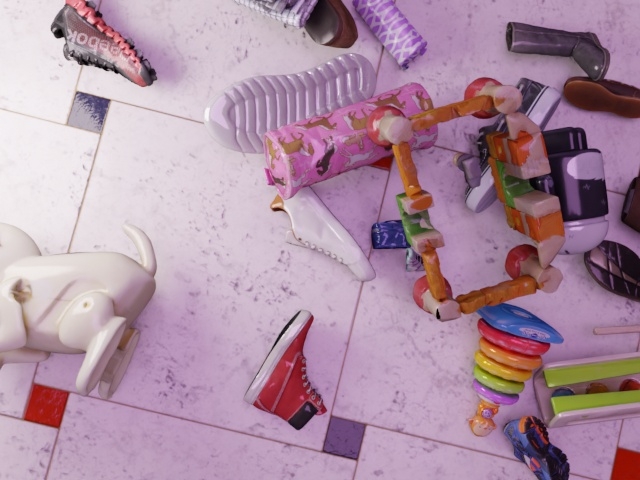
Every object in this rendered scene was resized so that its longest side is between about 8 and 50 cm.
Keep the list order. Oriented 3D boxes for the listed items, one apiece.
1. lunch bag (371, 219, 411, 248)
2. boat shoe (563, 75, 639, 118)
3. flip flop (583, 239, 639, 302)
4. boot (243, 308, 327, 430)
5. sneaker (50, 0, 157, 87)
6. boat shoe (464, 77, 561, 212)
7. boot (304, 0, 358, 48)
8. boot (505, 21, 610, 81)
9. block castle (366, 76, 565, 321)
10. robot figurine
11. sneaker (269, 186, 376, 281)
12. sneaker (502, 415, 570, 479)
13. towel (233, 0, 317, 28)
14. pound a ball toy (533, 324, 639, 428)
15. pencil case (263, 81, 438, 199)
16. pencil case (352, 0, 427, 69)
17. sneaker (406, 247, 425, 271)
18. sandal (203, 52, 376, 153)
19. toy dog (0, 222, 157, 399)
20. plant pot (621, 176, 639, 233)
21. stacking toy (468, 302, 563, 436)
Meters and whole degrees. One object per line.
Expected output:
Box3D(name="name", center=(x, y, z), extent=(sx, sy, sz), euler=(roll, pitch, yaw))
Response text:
Box3D(name="lunch bag", center=(0.165, -0.015, 1.669), extent=(0.098, 0.067, 0.065), euler=(-2, 86, -3))
Box3D(name="boat shoe", center=(0.667, -0.343, 1.728), extent=(0.207, 0.073, 0.073), euler=(17, 48, -5))
Box3D(name="flip flop", center=(0.715, 0.086, 1.695), extent=(0.277, 0.080, 0.112), euler=(21, 80, -17))
Box3D(name="boot", center=(-0.037, 0.289, 1.629), extent=(0.176, 0.088, 0.244), euler=(29, 93, -1))
Box3D(name="sneaker", center=(-0.492, -0.424, 1.647), extent=(0.276, 0.097, 0.135), euler=(43, 84, 2))
Box3D(name="boat shoe", center=(0.415, -0.220, 1.688), extent=(0.119, 0.121, 0.335), euler=(34, 86, 22))
Box3D(name="boot", center=(-0.010, -0.565, 1.696), extent=(0.112, 0.115, 0.305), euler=(-34, 70, 31))
Box3D(name="boot", center=(0.539, -0.439, 1.688), extent=(0.208, 0.189, 0.076), euler=(10, 127, -9))
Box3D(name="block castle", center=(0.295, -0.085, 1.503), extent=(0.303, 0.213, 0.453), euler=(-17, 102, -1))
Box3D(name="robot figurine", center=(0.538, -0.107, 1.627), extent=(0.209, 0.173, 0.278), euler=(-8, 93, -14))
Box3D(name="sneaker", center=(0.000, 0.000, 1.648), extent=(0.123, 0.106, 0.290), euler=(-41, 78, -3))
Box3D(name="sneaker", center=(0.486, 0.481, 1.652), extent=(0.083, 0.087, 0.221), euler=(-37, 104, -34))
Box3D(name="towel", center=(-0.083, -0.637, 1.613), extent=(0.235, 0.121, 0.283), euler=(35, 96, 33))
Box3D(name="pound a ball toy", center=(0.647, 0.299, 1.661), extent=(0.319, 0.136, 0.208), euler=(-7, 61, -4))
Box3D(name="pencil case", center=(0.062, -0.218, 1.593), extent=(0.386, 0.167, 0.160), euler=(-21, 45, -17))
Box3D(name="pencil case", center=(0.164, -0.501, 1.699), extent=(0.206, 0.086, 0.088), euler=(52, 51, -1))
Box3D(name="sneaker", center=(0.227, 0.043, 1.651), extent=(0.069, 0.098, 0.038), euler=(2, 71, 7))
Box3D(name="sandal", center=(-0.065, -0.303, 1.668), extent=(0.416, 0.102, 0.169), euler=(-19, 102, -17))
Box3D(name="toy dog", center=(-0.576, 0.104, 1.516), extent=(0.408, 0.284, 0.395), euler=(22, 84, 0))
Box3D(name="plant pot", center=(0.812, -0.063, 1.659), extent=(0.230, 0.215, 0.215), euler=(15, 85, 13))
Box3D(name="stacking toy", center=(0.397, 0.301, 1.635), extent=(0.175, 0.166, 0.302), euler=(15, 100, -11))
